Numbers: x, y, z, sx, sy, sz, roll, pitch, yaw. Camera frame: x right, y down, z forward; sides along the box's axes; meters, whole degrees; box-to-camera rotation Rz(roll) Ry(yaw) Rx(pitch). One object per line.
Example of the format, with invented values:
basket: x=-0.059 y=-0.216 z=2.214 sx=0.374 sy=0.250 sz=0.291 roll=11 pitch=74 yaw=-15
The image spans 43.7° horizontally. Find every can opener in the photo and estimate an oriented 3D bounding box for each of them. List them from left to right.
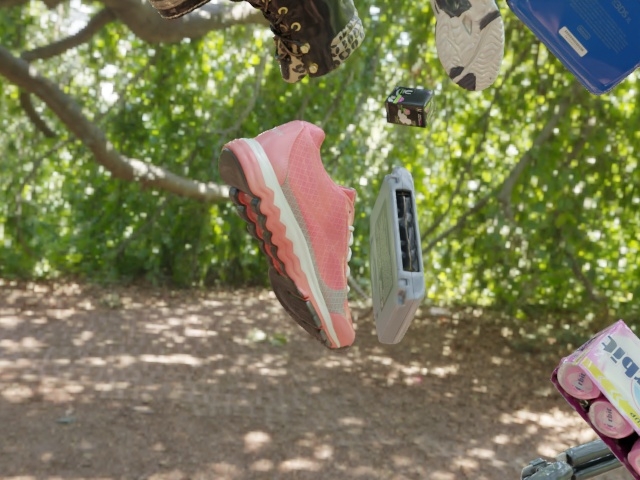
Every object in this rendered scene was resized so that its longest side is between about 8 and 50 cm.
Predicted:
can opener: x=0.558 y=0.484 z=1.693 sx=0.284 sy=0.076 sz=0.095 roll=-15 pitch=9 yaw=-11

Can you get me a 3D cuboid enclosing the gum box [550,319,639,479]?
gum box: x=0.385 y=0.199 z=0.990 sx=0.107 sy=0.188 sz=0.062 roll=-33 pitch=-12 yaw=-34

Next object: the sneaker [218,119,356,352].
sneaker: x=0.000 y=0.000 z=0.963 sx=0.136 sy=0.313 sz=0.116 roll=-31 pitch=29 yaw=-16

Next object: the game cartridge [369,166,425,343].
game cartridge: x=0.140 y=0.034 z=1.517 sx=0.062 sy=0.297 sz=0.198 roll=2 pitch=-34 yaw=-5

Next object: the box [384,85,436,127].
box: x=0.177 y=-0.262 z=1.565 sx=0.083 sy=0.052 sz=0.062 roll=13 pitch=46 yaw=25

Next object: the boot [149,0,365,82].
boot: x=-0.085 y=-0.395 z=1.354 sx=0.377 sy=0.284 sz=0.138 roll=-41 pitch=43 yaw=-23

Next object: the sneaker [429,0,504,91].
sneaker: x=0.189 y=-0.329 z=1.075 sx=0.094 sy=0.235 sz=0.153 roll=-20 pitch=20 yaw=24

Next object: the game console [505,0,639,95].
game console: x=0.431 y=-0.416 z=1.240 sx=0.293 sy=0.250 sz=0.173 roll=30 pitch=30 yaw=-37
